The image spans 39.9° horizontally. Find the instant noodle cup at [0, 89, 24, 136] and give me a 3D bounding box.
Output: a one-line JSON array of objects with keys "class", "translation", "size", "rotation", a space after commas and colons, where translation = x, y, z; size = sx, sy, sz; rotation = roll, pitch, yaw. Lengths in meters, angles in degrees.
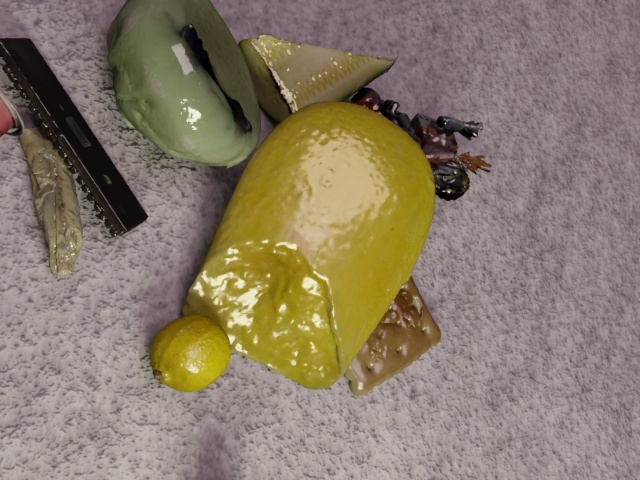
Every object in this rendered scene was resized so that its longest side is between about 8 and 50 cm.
[{"class": "instant noodle cup", "translation": [-0.539, -0.126, 1.080], "size": [0.244, 0.244, 0.255], "rotation": [42, 68, -15]}]

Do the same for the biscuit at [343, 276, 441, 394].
[{"class": "biscuit", "translation": [0.066, 0.075, 1.476], "size": [0.217, 0.044, 0.325], "rotation": [-29, 93, -34]}]

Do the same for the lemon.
[{"class": "lemon", "translation": [-0.188, 0.163, 1.267], "size": [0.133, 0.109, 0.109], "rotation": [-38, 98, -39]}]

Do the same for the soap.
[{"class": "soap", "translation": [0.000, 0.001, 1.336], "size": [0.306, 0.115, 0.427], "rotation": [28, 88, -11]}]

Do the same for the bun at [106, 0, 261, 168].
[{"class": "bun", "translation": [-0.219, -0.236, 1.296], "size": [0.187, 0.293, 0.293], "rotation": [-20, 88, 12]}]

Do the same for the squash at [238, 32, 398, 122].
[{"class": "squash", "translation": [-0.007, -0.311, 1.493], "size": [0.252, 0.093, 0.169], "rotation": [-37, 104, -29]}]

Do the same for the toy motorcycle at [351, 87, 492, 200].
[{"class": "toy motorcycle", "translation": [0.170, -0.160, 1.533], "size": [0.400, 0.134, 0.207], "rotation": [3, 59, -27]}]

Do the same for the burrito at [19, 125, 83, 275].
[{"class": "burrito", "translation": [-0.376, -0.059, 1.247], "size": [0.058, 0.063, 0.230], "rotation": [-19, 78, 7]}]

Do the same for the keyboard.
[{"class": "keyboard", "translation": [-0.358, -0.149, 1.263], "size": [0.317, 0.027, 0.106], "rotation": [58, 16, -6]}]
